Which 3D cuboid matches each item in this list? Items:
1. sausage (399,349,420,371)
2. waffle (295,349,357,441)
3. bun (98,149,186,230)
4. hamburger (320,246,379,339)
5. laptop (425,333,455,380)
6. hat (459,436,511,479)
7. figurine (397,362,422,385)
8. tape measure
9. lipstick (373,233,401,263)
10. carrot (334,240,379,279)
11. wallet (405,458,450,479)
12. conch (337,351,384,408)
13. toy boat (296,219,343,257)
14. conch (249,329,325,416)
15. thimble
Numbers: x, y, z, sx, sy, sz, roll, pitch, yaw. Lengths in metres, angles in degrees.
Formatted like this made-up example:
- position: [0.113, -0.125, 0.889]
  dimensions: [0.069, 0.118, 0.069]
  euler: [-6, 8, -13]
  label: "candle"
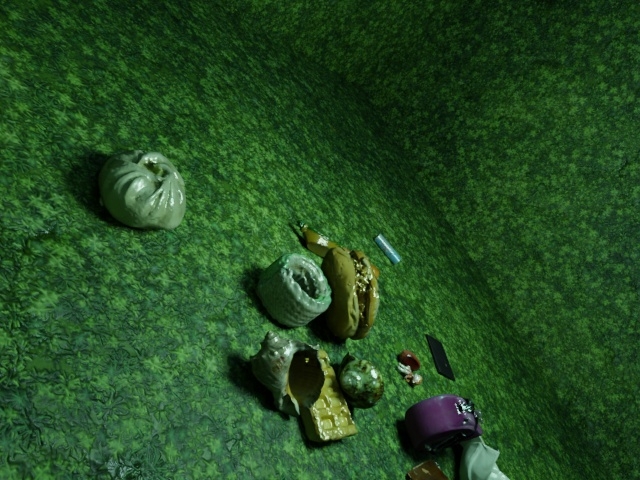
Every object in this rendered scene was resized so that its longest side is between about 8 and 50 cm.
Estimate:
- position: [0.339, 0.457, 2.002]
  dimensions: [0.094, 0.059, 0.054]
  euler: [47, 5, -7]
  label: "sausage"
- position: [-0.009, 0.431, 1.483]
  dimensions: [0.168, 0.057, 0.274]
  euler: [14, 44, -50]
  label: "waffle"
- position: [-0.450, -0.139, 1.384]
  dimensions: [0.259, 0.160, 0.259]
  euler: [41, 26, -26]
  label: "bun"
- position: [0.085, 0.184, 1.747]
  dimensions: [0.158, 0.319, 0.319]
  euler: [-3, 49, -14]
  label: "hamburger"
- position: [0.522, 0.506, 2.282]
  dimensions: [0.135, 0.016, 0.197]
  euler: [32, 32, -36]
  label: "laptop"
- position: [0.528, 0.774, 1.842]
  dimensions: [0.258, 0.168, 0.301]
  euler: [61, -8, -35]
  label: "hat"
- position: [0.327, 0.495, 1.952]
  dimensions: [0.109, 0.047, 0.064]
  euler: [39, 40, -5]
  label: "figurine"
- position: [0.404, 0.599, 1.718]
  dimensions: [0.231, 0.245, 0.149]
  euler: [45, 23, -51]
  label: "tape measure"
- position: [0.318, 0.040, 2.504]
  dimensions: [0.158, 0.048, 0.048]
  euler: [50, 26, -4]
  label: "lipstick"
- position: [0.153, 0.084, 2.180]
  dimensions: [0.256, 0.061, 0.061]
  euler: [41, 28, -16]
  label: "carrot"
- position: [0.337, 0.746, 1.652]
  dimensions: [0.095, 0.026, 0.176]
  euler: [43, 21, 30]
  label: "wallet"
- position: [0.108, 0.416, 1.579]
  dimensions: [0.187, 0.124, 0.182]
  euler: [47, -17, 34]
  label: "conch"
- position: [0.000, 0.000, 2.000]
  dimensions: [0.229, 0.089, 0.088]
  euler: [29, 48, -32]
  label: "toy boat"
- position: [-0.081, 0.341, 1.367]
  dimensions: [0.163, 0.178, 0.246]
  euler: [-37, 112, -73]
  label: "conch"
- position: [-0.083, 0.152, 1.611]
  dimensions: [0.219, 0.150, 0.219]
  euler: [39, 29, -26]
  label: "thimble"
